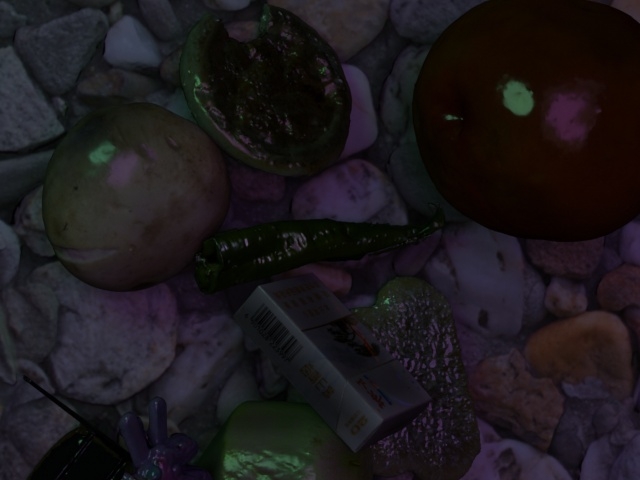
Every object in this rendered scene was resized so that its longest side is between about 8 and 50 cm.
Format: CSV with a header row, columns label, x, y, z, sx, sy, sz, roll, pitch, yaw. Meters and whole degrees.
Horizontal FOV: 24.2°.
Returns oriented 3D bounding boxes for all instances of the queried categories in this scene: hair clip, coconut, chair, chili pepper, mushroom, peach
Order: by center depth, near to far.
label,x,y,z,sx,sy,sz,roll,pitch,yaw
hair clip,-0.184,0.321,1.763,0.137,0.090,0.278,-23,127,-44
chair,-0.297,0.311,1.822,0.159,0.172,0.247,-53,145,-11
mushroom,-0.228,-0.050,1.833,0.255,0.184,0.255,-28,135,-32
coconut,-0.053,0.305,1.859,0.236,0.204,0.236,-2,83,13
peach,0.274,-0.155,1.900,0.301,0.343,0.343,-15,93,-37
chili pepper,0.000,0.000,1.915,0.359,0.076,0.085,-12,125,-33

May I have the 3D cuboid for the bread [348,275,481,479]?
label,x,y,z,sx,sy,sz,roll,pitch,yaw
bread,0.100,0.199,1.986,0.207,0.056,0.286,-17,91,-17

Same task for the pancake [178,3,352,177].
label,x,y,z,sx,sy,sz,roll,pitch,yaw
pancake,-0.061,-0.192,1.917,0.253,0.037,0.253,13,63,-27

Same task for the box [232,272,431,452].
label,x,y,z,sx,sy,sz,roll,pitch,yaw
box,0.016,0.149,1.871,0.233,0.149,0.067,46,116,15
